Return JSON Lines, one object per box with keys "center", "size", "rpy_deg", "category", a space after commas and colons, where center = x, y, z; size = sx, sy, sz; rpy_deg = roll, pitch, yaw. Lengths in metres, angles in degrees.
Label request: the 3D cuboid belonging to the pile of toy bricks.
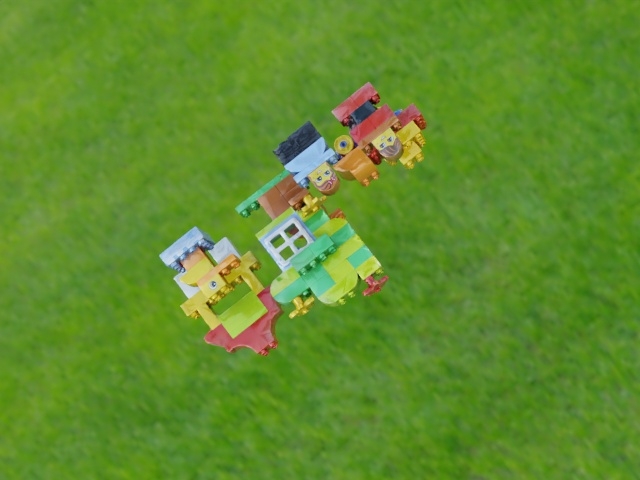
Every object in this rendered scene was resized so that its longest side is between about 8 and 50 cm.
{"center": [0.000, 0.000, 1.098], "size": [0.212, 0.118, 0.105], "rpy_deg": [-39, 76, 3], "category": "pile of toy bricks"}
